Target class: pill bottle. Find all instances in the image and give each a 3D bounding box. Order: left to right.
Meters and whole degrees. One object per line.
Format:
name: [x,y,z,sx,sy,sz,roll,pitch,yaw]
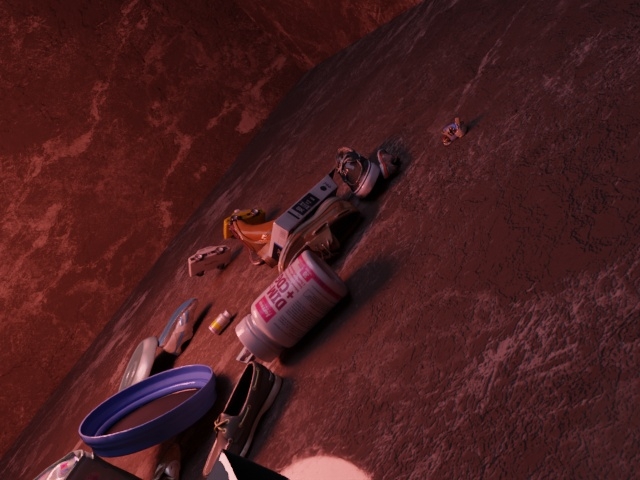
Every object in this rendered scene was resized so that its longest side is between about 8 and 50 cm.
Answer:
pill bottle: [-0.339,0.279,2.040,0.083,0.043,0.043,-48,21,-2]
pill bottle: [-0.078,0.176,1.567,0.283,0.160,0.160,-46,22,7]

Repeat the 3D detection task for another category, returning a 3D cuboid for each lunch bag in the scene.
lunch bag: [-0.657,0.706,1.665,0.262,0.223,0.160,-40,29,16]

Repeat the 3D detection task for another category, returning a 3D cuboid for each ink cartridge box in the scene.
ink cartridge box: [-0.034,-0.081,1.888,0.332,0.065,0.165,-46,-20,-37]

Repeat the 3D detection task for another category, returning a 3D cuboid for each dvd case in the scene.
dvd case: [-0.197,0.309,1.763,0.119,0.013,0.087,-55,23,-20]

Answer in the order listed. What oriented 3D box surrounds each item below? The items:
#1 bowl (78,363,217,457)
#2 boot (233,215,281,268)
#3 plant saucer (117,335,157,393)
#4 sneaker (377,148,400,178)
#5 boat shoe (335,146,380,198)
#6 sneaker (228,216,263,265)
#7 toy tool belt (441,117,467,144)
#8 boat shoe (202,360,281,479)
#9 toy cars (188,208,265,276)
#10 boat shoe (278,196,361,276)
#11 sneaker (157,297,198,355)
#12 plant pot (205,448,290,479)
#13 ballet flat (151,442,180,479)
bowl: [-0.476,0.478,1.694,0.391,0.077,0.391,-19,9,3]
boot: [-0.166,-0.048,2.105,0.220,0.109,0.283,-44,43,-9]
plant saucer: [-0.683,0.497,2.199,0.317,0.044,0.317,-50,27,36]
sneaker: [0.221,-0.246,1.891,0.065,0.061,0.158,-18,33,11]
boat shoe: [0.103,-0.227,1.947,0.121,0.119,0.335,-59,15,12]
sneaker: [-0.279,-0.007,2.254,0.106,0.162,0.281,-49,21,-3]
toy tool belt: [0.373,-0.315,1.703,0.083,0.051,0.052,-29,28,40]
boat shoe: [-0.205,0.438,1.449,0.109,0.091,0.305,-17,37,52]
toy cars: [-0.393,-0.005,2.436,0.393,0.176,0.087,-47,54,2]
boat shoe: [0.000,0.000,1.759,0.116,0.123,0.324,21,64,38]
sneaker: [-0.516,0.319,2.237,0.087,0.092,0.228,-19,38,52]
plant pot: [-0.156,0.546,1.090,0.234,0.165,0.166,-58,23,-5]
ballet flat: [-0.407,0.633,1.557,0.067,0.073,0.206,6,55,31]
